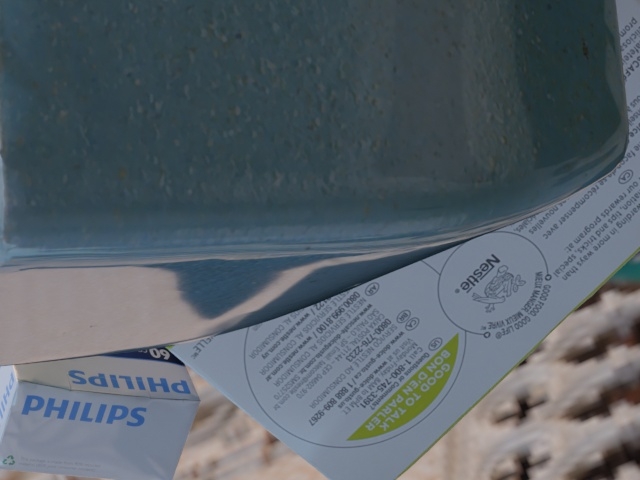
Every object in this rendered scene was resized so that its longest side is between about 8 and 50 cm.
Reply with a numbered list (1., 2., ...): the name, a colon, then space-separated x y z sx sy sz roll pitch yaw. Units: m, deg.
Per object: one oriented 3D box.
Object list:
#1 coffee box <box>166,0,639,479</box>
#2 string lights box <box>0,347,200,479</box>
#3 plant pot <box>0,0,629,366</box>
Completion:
1. coffee box: 0.005 -0.107 1.141 0.334 0.338 0.338 41 -170 -22
2. string lights box: -0.188 0.065 1.304 0.133 0.077 0.260 9 -153 -24
3. plant pot: -0.035 -0.087 0.643 0.252 0.248 0.247 2 -103 -27
